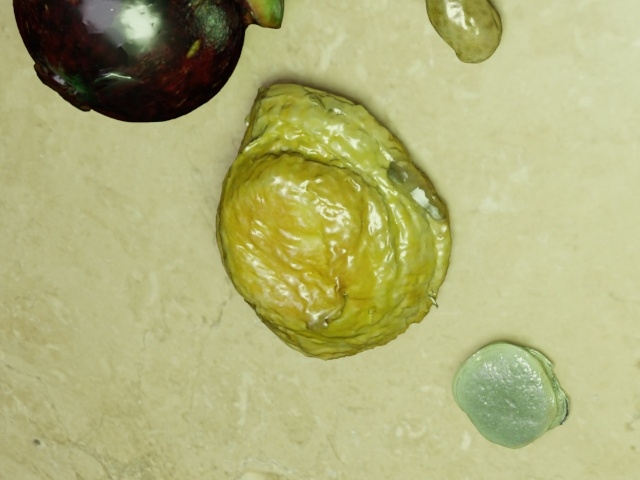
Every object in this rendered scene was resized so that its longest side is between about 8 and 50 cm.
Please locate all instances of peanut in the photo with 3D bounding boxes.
[{"bbox_3d":[0.158,-0.295,1.360,0.089,0.089,0.193,-4,111,27],"label":"peanut"}]

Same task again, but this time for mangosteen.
[{"bbox_3d":[-0.215,-0.289,1.431,0.311,0.311,0.311,9,113,23],"label":"mangosteen"}]

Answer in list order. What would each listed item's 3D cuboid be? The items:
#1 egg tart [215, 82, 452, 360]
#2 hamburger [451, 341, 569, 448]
[{"bbox_3d":[0.000,0.000,1.508,0.339,0.153,0.352,33,120,8],"label":"egg tart"},{"bbox_3d":[0.239,0.193,1.513,0.133,0.062,0.140,-33,90,28],"label":"hamburger"}]
